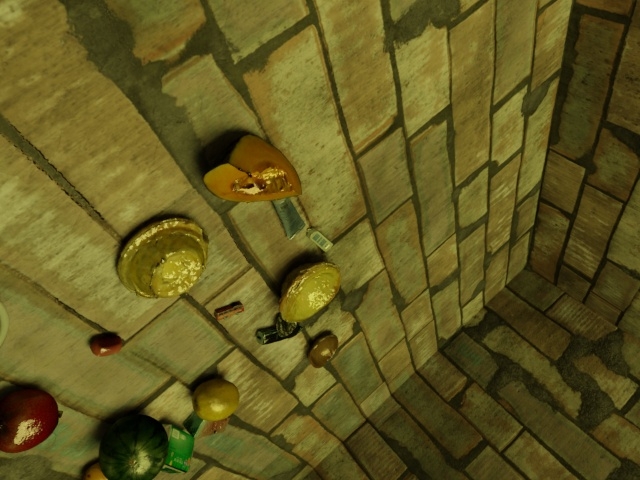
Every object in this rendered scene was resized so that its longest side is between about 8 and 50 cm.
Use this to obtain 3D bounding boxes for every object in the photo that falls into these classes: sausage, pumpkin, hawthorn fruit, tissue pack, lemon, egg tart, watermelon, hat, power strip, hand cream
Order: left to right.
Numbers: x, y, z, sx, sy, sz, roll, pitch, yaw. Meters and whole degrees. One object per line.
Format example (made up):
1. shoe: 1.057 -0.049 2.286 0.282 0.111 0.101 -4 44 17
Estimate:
1. hawthorn fruit: -0.828 0.507 1.340 0.169 0.169 0.188 -51 149 4
2. sausage: -0.648 0.321 1.435 0.094 0.059 0.054 -3 143 -50
3. watermelon: -0.655 0.738 1.670 0.243 0.242 0.242 -28 140 -26
4. tissue pack: -0.625 0.834 1.891 0.156 0.147 0.209 -6 145 12
5. egg tart: -0.434 0.067 1.374 0.290 0.115 0.290 -30 142 -27
6. watermelon: -0.470 0.780 2.058 0.154 0.095 0.241 -51 147 -13
7. lemon: -0.415 0.634 1.893 0.207 0.170 0.170 12 114 -53
8. pumpkin: -0.214 -0.201 1.370 0.169 0.148 0.312 -19 155 34
9. hand cream: -0.112 -0.090 1.614 0.088 0.055 0.256 -48 148 -14
10. hat: -0.136 0.352 1.976 0.121 0.051 0.121 -9 101 -48
11. egg tart: -0.056 0.189 1.885 0.315 0.120 0.314 -28 142 -24
12. power strip: 0.000 0.000 1.837 0.047 0.030 0.191 -48 145 1

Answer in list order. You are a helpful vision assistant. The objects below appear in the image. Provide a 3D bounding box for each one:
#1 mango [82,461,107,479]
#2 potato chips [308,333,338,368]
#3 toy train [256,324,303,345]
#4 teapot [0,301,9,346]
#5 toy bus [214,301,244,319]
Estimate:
1. mango: -0.782 0.930 1.806 0.191 0.160 0.290 -30 132 -13
2. potato chips: 0.004 0.531 2.324 0.208 0.062 0.195 16 106 -51
3. toy train: -0.169 0.393 2.023 0.252 0.048 0.054 -2 104 -52
4. teapot: -0.882 0.259 1.000 0.424 0.253 0.279 -42 111 -41
5. toy bus: -0.333 0.257 1.732 0.110 0.031 0.043 -17 128 -35
